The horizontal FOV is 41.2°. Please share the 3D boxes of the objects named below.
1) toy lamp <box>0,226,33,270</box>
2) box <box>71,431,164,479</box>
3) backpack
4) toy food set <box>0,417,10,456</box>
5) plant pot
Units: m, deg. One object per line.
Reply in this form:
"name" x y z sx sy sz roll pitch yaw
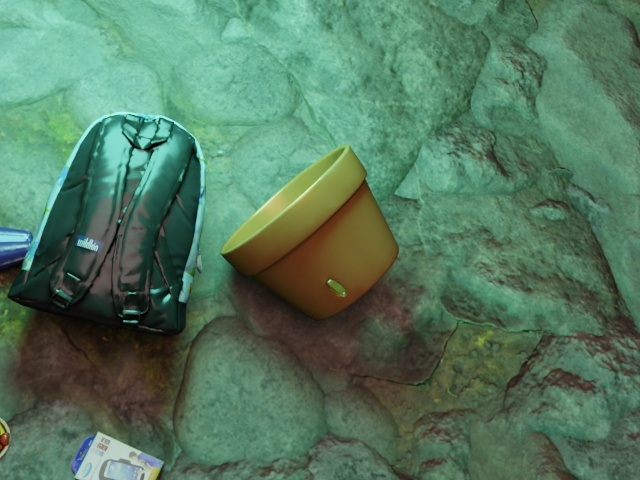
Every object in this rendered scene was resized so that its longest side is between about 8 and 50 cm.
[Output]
"toy lamp" -0.624 0.022 1.427 0.274 0.080 0.080 -5 71 -13
"box" -0.333 0.371 1.385 0.136 0.028 0.081 26 66 -4
"backpack" -0.329 -0.042 1.444 0.290 0.273 0.356 11 89 -6
"toy food set" -0.540 0.317 1.361 0.083 0.020 0.082 -31 79 -21
"plant pot" 0.000 0.000 1.486 0.203 0.291 0.291 49 66 -10
